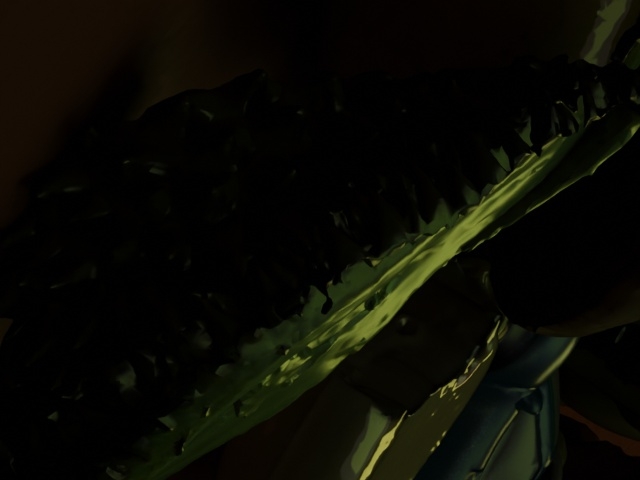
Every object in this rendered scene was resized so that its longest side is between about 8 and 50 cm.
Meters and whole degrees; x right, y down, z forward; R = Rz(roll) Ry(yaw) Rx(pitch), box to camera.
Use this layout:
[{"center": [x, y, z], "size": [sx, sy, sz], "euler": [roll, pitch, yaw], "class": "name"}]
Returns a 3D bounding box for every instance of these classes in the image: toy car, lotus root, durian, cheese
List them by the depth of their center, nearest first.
[{"center": [-0.041, 0.014, 0.666], "size": [0.375, 0.106, 0.132], "euler": [-32, 161, 1], "class": "durian"}, {"center": [0.085, -0.118, 0.744], "size": [0.160, 0.146, 0.284], "euler": [-20, 140, -49], "class": "lotus root"}, {"center": [-0.005, 0.125, 0.902], "size": [0.249, 0.071, 0.163], "euler": [-61, 163, 21], "class": "cheese"}, {"center": [0.076, 0.088, 1.076], "size": [0.314, 0.166, 0.198], "euler": [-58, -171, 12], "class": "toy car"}]

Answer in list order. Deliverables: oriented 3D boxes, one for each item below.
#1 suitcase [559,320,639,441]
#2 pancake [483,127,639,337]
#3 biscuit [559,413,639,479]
[{"center": [0.261, 0.064, 1.368], "size": [0.194, 0.339, 0.351], "euler": [-56, 168, 1], "class": "suitcase"}, {"center": [0.167, -0.126, 0.829], "size": [0.356, 0.065, 0.356], "euler": [-166, -90, -72], "class": "pancake"}, {"center": [0.097, 0.226, 1.232], "size": [0.318, 0.312, 0.110], "euler": [-22, 123, -31], "class": "biscuit"}]
